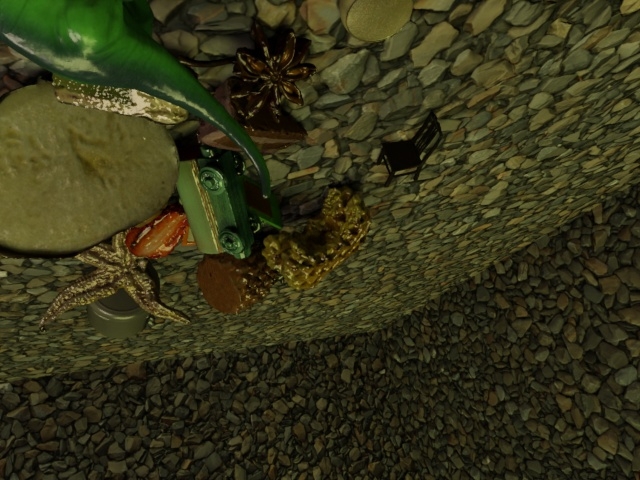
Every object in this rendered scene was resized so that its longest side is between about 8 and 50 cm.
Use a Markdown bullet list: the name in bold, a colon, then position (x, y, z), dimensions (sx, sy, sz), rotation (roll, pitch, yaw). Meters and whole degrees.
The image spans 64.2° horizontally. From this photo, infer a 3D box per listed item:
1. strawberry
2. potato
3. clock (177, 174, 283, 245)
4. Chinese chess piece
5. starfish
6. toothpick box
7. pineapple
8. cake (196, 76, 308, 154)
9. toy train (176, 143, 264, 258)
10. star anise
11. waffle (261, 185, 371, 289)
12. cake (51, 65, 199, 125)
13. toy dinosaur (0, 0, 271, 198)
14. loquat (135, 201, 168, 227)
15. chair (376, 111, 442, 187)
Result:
- **strawberry**: position (-0.388, -0.031, 1.237), dimensions (0.188, 0.082, 0.121), rotation (-38, 147, 16)
- **potato**: position (-0.516, -0.124, 0.946), dimensions (0.295, 0.290, 0.397), rotation (3, -143, 45)
- **clock**: position (-0.265, -0.061, 1.335), dimensions (0.255, 0.106, 0.219), rotation (-23, 157, 21)
- **Chinese chess piece**: position (0.091, -0.385, 0.835), dimensions (0.121, 0.051, 0.122), rotation (-11, 157, -5)
- **starfish**: position (-0.554, 0.088, 1.350), dimensions (0.383, 0.132, 0.399), rotation (-10, 126, -23)
- **toothpick box**: position (-0.613, 0.194, 1.596), dimensions (0.228, 0.229, 0.316), rotation (-4, 157, -25)
- **pineapple**: position (-0.191, 0.076, 1.581), dimensions (0.357, 0.223, 0.223), rotation (-26, 172, -45)
- **cake**: position (-0.135, -0.236, 1.040), dimensions (0.115, 0.113, 0.295), rotation (-18, 171, 25)
- **toy train**: position (-0.238, -0.084, 1.124), dimensions (0.177, 0.116, 0.286), rotation (6, 127, 23)
- **star anise**: position (-0.103, -0.302, 0.862), dimensions (0.177, 0.073, 0.234), rotation (-48, 145, 7)
- **waffle**: position (0.000, 0.000, 1.456), dimensions (0.324, 0.151, 0.261), rotation (-35, 153, -14)
- **cake**: position (-0.307, -0.242, 0.821), dimensions (0.220, 0.117, 0.086), rotation (-4, 120, -29)
- **toy dinosaur**: position (-0.280, -0.200, 0.588), dimensions (0.143, 0.500, 0.374), rotation (-24, -167, 45)
- **loquat**: position (-0.407, -0.094, 1.131), dimensions (0.137, 0.137, 0.113), rotation (10, 138, -46)
- **chair**: position (0.216, -0.224, 1.264), dimensions (0.101, 0.084, 0.212), rotation (-13, 159, -13)
